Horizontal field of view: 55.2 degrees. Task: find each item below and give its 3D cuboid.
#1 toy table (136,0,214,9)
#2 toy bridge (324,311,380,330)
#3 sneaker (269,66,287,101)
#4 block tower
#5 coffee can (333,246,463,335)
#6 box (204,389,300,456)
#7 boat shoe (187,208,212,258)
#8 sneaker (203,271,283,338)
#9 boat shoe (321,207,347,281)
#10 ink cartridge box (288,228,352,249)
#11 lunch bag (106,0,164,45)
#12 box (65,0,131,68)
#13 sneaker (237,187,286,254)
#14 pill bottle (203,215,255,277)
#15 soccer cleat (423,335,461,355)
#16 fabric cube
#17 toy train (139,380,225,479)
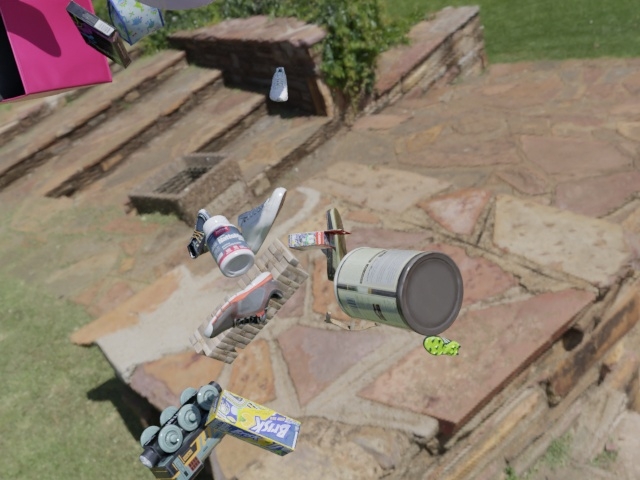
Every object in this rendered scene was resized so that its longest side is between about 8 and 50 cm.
[{"bbox_3d":[-0.308,-0.556,1.155,0.161,0.252,0.274,51,28,22],"label":"toy table"},{"bbox_3d":[0.106,0.270,2.019,0.188,0.063,0.026,2,34,5],"label":"toy bridge"},{"bbox_3d":[-0.127,-0.470,1.843,0.053,0.061,0.152,0,42,-7],"label":"sneaker"},{"bbox_3d":[-0.171,0.158,1.512,0.335,0.097,0.091,-49,50,6],"label":"block tower"},{"bbox_3d":[0.191,0.120,1.548,0.201,0.201,0.275,-37,21,-26],"label":"coffee can"},{"bbox_3d":[-0.125,0.345,1.150,0.054,0.169,0.059,-43,25,46],"label":"box"},{"bbox_3d":[-0.421,-0.017,2.134,0.065,0.183,0.083,26,44,24],"label":"boat shoe"},{"bbox_3d":[-0.120,0.116,1.003,0.158,0.065,0.061,-40,-3,-30],"label":"sneaker"},{"bbox_3d":[0.033,0.018,1.752,0.073,0.223,0.080,-6,17,17],"label":"boat shoe"},{"bbox_3d":[0.000,0.000,1.220,0.115,0.029,0.063,-5,-9,23],"label":"ink cartridge box"},{"bbox_3d":[-0.536,-0.661,1.752,0.096,0.151,0.129,40,68,19],"label":"lunch bag"},{"bbox_3d":[-0.496,-0.459,1.379,0.029,0.116,0.162,-57,-1,-9],"label":"box"},{"bbox_3d":[-0.218,-0.079,2.112,0.123,0.290,0.106,31,31,-3],"label":"sneaker"},{"bbox_3d":[-0.278,0.013,1.812,0.108,0.108,0.180,-28,55,-13],"label":"pill bottle"},{"bbox_3d":[0.360,0.321,1.883,0.072,0.179,0.060,19,90,47],"label":"soccer cleat"},{"bbox_3d":[-0.738,-0.491,1.547,0.259,0.254,0.258,-1,19,34],"label":"fabric cube"},{"bbox_3d":[-0.389,0.578,1.832,0.142,0.190,0.334,-19,17,40],"label":"toy train"}]
